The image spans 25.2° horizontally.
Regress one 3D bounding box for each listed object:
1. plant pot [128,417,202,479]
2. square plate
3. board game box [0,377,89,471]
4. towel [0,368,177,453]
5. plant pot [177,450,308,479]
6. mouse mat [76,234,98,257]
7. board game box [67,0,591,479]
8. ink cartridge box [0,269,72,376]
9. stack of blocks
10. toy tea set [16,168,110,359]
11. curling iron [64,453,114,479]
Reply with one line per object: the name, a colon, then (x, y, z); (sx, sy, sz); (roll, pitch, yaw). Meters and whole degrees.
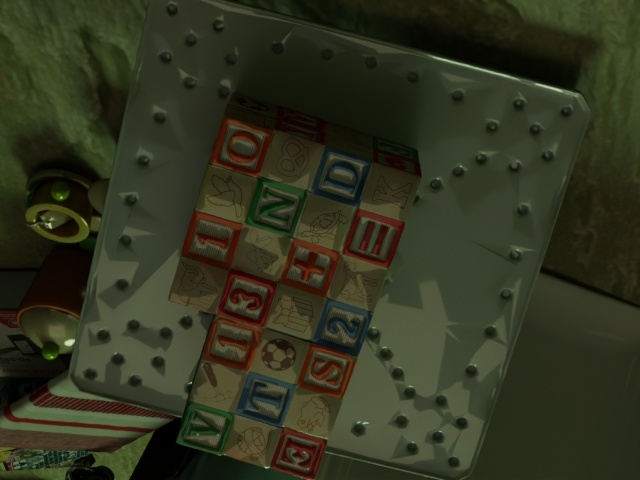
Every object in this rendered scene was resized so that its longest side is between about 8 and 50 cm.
plant pot: (-0.143, 0.319, 1.877); (0.167, 0.188, 0.187); (44, 136, -19)
square plate: (0.177, 0.190, 1.459); (0.347, 0.344, 0.049); (21, 161, -13)
board game box: (-0.363, 0.244, 1.885); (0.165, 0.042, 0.243); (2, 152, -30)
towel: (-0.232, 0.176, 1.694); (0.329, 0.037, 0.237); (-30, 154, 31)
plant pot: (0.021, 0.261, 1.634); (0.341, 0.341, 0.334); (15, 137, -6)
mouse mat: (-0.202, 0.056, 1.658); (0.153, 0.007, 0.189); (9, 144, 3)
board game box: (0.000, 0.000, 1.297); (0.390, 0.050, 0.390); (14, 108, -4)
ink cartridge box: (-0.360, 0.102, 1.718); (0.109, 0.063, 0.150); (-2, 143, 18)
stack of blocks: (-0.041, 0.042, 1.239); (0.171, 0.087, 0.297); (17, 109, -4)
toy tea set: (-0.232, 0.034, 1.519); (0.200, 0.124, 0.336); (9, 145, 4)
curling iron: (-0.210, 0.336, 1.792); (0.274, 0.035, 0.068); (18, 128, 24)
